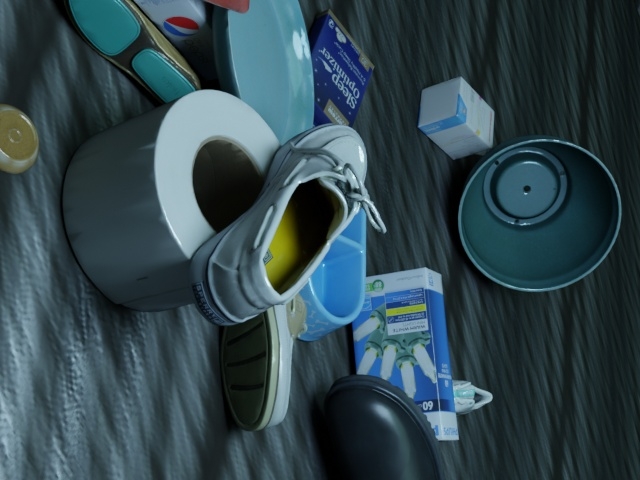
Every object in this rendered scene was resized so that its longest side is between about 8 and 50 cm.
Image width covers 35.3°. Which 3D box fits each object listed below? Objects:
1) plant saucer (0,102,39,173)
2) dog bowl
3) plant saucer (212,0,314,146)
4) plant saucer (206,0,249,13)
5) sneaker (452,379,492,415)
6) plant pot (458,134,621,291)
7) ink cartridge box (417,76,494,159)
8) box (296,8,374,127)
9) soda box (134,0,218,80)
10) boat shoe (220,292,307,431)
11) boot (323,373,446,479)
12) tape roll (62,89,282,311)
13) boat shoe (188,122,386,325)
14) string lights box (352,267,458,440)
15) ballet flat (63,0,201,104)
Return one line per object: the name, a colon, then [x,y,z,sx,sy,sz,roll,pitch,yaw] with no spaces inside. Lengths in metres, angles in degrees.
plant saucer: [-0.352,-0.118,1.146,0.083,0.015,0.083,21,62,-46]
dog bowl: [0.000,0.000,1.507,0.166,0.074,0.297,24,59,-45]
plant saucer: [-0.081,-0.255,1.411,0.317,0.044,0.317,-5,90,-72]
plant saucer: [-0.190,-0.434,1.243,0.258,0.048,0.259,14,63,-27]
sneaker: [0.206,0.256,1.664,0.212,0.094,0.080,8,73,-50]
plant pot: [0.401,-0.075,1.907,0.293,0.293,0.196,62,12,-17]
ink cartridge box: [0.263,-0.224,1.905,0.143,0.090,0.092,37,51,-40]
box: [0.014,-0.256,1.645,0.136,0.036,0.225,47,46,-32]
soda box: [-0.167,-0.301,1.347,0.216,0.069,0.074,46,41,-61]
boat shoe: [-0.067,0.105,1.352,0.103,0.113,0.302,13,67,-43]
boot: [0.074,0.433,1.302,0.367,0.146,0.445,62,24,-16]
tape roll: [-0.167,-0.044,1.230,0.246,0.169,0.246,20,63,-47]
boat shoe: [-0.001,-0.042,1.171,0.367,0.156,0.136,-48,116,-48]
string lights box: [0.127,0.182,1.547,0.077,0.133,0.259,23,59,-62]
ballet flat: [-0.245,-0.259,1.302,0.232,0.080,0.073,48,17,-34]
